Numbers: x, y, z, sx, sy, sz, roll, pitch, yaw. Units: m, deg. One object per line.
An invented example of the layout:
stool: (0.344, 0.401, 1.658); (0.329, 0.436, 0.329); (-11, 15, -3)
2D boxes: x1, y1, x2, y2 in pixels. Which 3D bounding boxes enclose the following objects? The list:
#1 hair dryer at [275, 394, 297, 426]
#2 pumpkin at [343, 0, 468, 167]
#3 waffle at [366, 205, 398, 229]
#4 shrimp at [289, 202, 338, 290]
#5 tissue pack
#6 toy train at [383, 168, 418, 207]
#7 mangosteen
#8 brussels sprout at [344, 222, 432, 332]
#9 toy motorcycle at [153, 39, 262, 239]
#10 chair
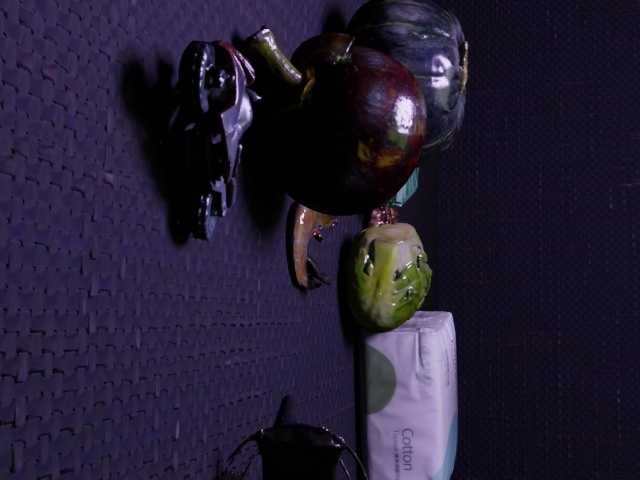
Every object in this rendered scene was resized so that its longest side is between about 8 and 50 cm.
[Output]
hair dryer: (-0.048, 0.274, 1.171); (0.079, 0.031, 0.083); (-86, -179, -52)
pumpkin: (0.143, -0.285, 1.479); (0.323, 0.241, 0.323); (6, 90, -76)
waffle: (0.139, 0.011, 1.835); (0.234, 0.056, 0.221); (-10, 102, -71)
shrimp: (0.000, 0.000, 1.302); (0.219, 0.046, 0.152); (-32, 120, -69)
tissue pack: (0.192, 0.343, 1.745); (0.266, 0.194, 0.356); (-16, 105, -74)
toy train: (0.144, -0.163, 1.753); (0.269, 0.115, 0.154); (-41, 137, -72)
mangosteen: (0.002, -0.164, 1.076); (0.289, 0.231, 0.231); (29, 51, -25)
brussels sprout: (0.122, 0.073, 1.579); (0.223, 0.161, 0.223); (-16, 111, -51)
toy motorcycle: (-0.113, -0.108, 0.823); (0.122, 0.082, 0.213); (-64, 162, -52)
chair: (-0.029, 0.325, 0.958); (0.149, 0.174, 0.213); (-80, 173, -49)
